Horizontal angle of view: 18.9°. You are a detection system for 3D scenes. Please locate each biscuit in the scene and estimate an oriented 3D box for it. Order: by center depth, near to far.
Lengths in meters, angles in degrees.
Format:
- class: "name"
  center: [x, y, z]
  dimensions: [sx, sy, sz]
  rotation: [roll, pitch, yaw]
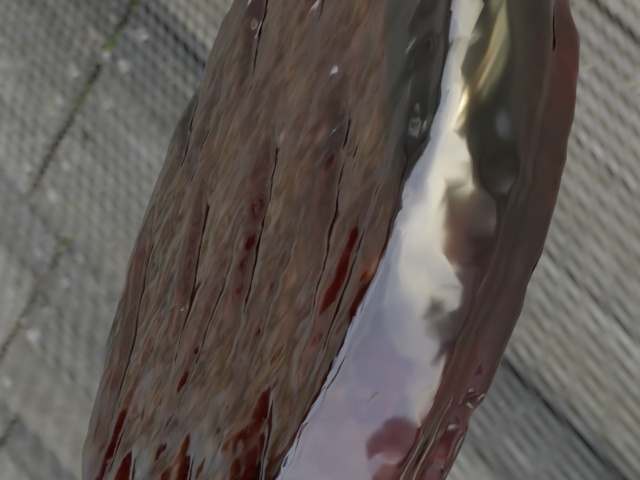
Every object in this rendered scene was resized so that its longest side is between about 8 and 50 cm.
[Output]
- class: "biscuit"
  center: [0.000, 0.000, 0.901]
  dimensions: [0.091, 0.407, 0.407]
  rotation: [22, 129, -19]
